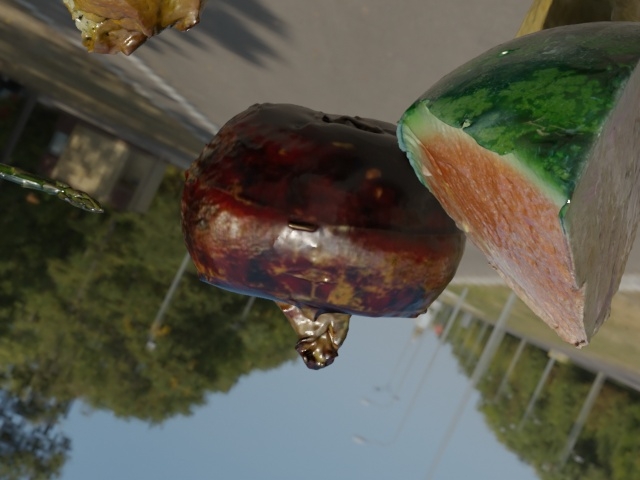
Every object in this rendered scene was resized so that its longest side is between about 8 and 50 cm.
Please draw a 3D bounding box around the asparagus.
[{"bbox_3d":[-0.220,-0.047,0.805,0.162,0.016,0.016,16,-167,9],"label":"asparagus"}]

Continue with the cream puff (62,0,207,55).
[{"bbox_3d":[-0.180,-0.290,1.202,0.155,0.241,0.269,57,-152,-21],"label":"cream puff"}]

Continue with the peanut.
[{"bbox_3d":[0.274,-0.187,1.365,0.159,0.291,0.143,35,-166,-14],"label":"peanut"}]

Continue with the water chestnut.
[{"bbox_3d":[0.000,0.000,1.375,0.350,0.302,0.350,8,-170,-1],"label":"water chestnut"}]

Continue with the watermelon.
[{"bbox_3d":[0.161,-0.075,0.983,0.222,0.319,0.292,11,146,25],"label":"watermelon"}]
